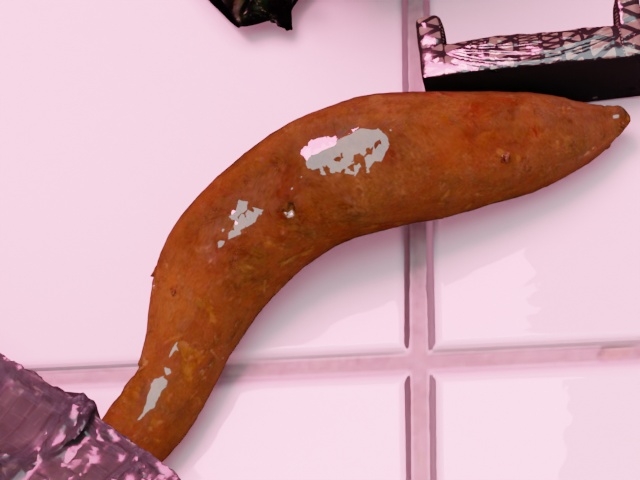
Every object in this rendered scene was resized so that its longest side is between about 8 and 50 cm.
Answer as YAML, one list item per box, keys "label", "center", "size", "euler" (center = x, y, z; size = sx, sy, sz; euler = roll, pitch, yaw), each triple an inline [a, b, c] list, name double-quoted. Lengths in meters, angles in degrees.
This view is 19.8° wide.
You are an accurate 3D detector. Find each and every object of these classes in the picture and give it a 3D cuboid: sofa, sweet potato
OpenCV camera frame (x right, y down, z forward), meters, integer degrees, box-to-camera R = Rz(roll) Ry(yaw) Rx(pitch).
- label: "sofa"
  center: [0.112, -0.097, 0.972]
  size: [0.118, 0.060, 0.039]
  euler: [-7, 71, 8]
- label: "sweet potato"
  center: [-0.007, -0.003, 0.947]
  size: [0.346, 0.079, 0.108]
  euler: [-36, 78, -2]

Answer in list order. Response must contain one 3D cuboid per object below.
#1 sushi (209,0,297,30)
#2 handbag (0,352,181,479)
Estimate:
- label: "sushi"
  center: [-0.031, -0.164, 1.028]
  size: [0.083, 0.056, 0.085]
  euler: [-38, 65, -6]
- label: "handbag"
  center: [-0.201, 0.126, 0.916]
  size: [0.270, 0.089, 0.175]
  euler: [31, 80, 21]
